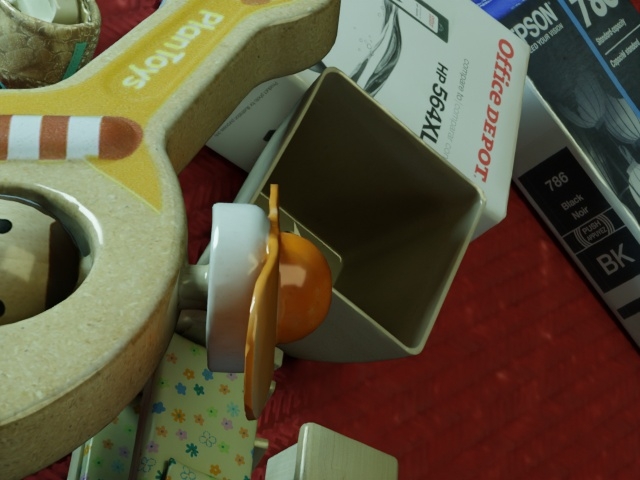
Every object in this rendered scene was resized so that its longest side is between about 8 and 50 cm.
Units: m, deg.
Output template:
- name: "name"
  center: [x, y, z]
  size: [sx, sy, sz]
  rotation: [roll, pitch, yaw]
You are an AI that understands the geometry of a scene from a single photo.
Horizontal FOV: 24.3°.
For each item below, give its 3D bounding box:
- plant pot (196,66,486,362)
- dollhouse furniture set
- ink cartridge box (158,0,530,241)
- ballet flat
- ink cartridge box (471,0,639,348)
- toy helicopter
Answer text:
- name: "plant pot"
  center: [0.000, 0.000, 0.748]
  size: [0.109, 0.096, 0.109]
  rotation: [38, 53, -15]
- name: "dollhouse furniture set"
  center: [-0.029, 0.146, 0.633]
  size: [0.161, 0.101, 0.181]
  rotation: [26, 50, -26]
- name: "ink cartridge box"
  center: [0.013, -0.097, 0.832]
  size: [0.203, 0.086, 0.148]
  rotation: [32, 48, -21]
- name: "ballet flat"
  center: [-0.160, -0.169, 0.741]
  size: [0.073, 0.067, 0.206]
  rotation: [-19, 78, -45]
- name: "ink cartridge box"
  center: [0.185, -0.078, 0.988]
  size: [0.332, 0.065, 0.165]
  rotation: [51, 44, -2]
- name: "toy helicopter"
  center: [-0.076, -0.031, 0.589]
  size: [0.235, 0.140, 0.355]
  rotation: [17, 41, 20]
